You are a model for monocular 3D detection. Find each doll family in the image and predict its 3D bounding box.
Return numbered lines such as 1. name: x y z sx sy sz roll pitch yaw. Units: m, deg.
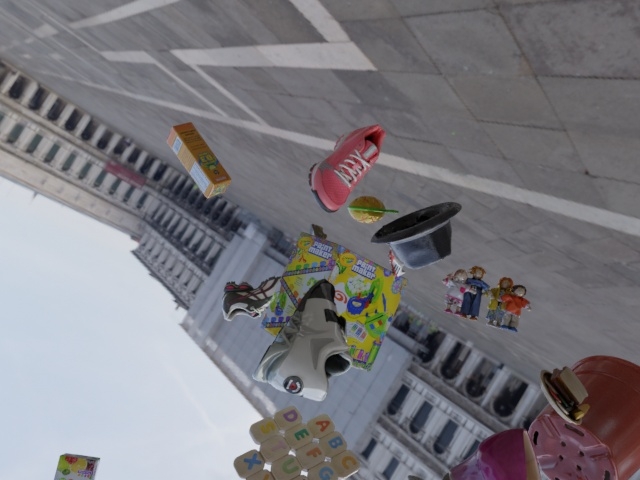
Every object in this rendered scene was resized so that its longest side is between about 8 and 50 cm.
1. doll family: 0.488 0.165 1.448 0.263 0.163 0.118 15 172 10

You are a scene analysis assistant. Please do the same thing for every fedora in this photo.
1. fedora: 0.328 -0.003 1.565 0.153 0.334 0.334 65 172 -7

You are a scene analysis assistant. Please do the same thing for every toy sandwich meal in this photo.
1. toy sandwich meal: 0.325 0.202 0.639 0.085 0.029 0.086 33 -150 -22

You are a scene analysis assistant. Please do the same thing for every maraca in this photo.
1. maraca: 0.188 -0.110 1.746 0.185 0.099 0.127 4 -175 -10

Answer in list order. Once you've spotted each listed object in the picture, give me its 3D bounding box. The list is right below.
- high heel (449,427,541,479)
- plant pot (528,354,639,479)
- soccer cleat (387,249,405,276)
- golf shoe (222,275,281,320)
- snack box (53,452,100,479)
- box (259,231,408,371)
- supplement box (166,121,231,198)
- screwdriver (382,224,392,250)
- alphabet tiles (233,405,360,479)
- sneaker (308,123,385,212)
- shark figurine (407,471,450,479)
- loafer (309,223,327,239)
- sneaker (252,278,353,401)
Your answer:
1. high heel: 0.410 0.532 0.861 0.377 0.181 0.127 50 -151 17
2. plant pot: 0.659 0.455 1.159 0.265 0.272 0.272 -19 -148 -35
3. soccer cleat: 0.197 0.057 1.252 0.029 0.035 0.083 -101 -6 -63
4. golf shoe: -0.175 0.186 1.507 0.272 0.120 0.105 -10 140 11
5. snack box: -0.663 0.655 1.300 0.100 0.141 0.037 9 166 -1
6. box: 0.044 0.168 1.302 0.290 0.279 0.177 27 175 -40
7. supplement box: -0.373 -0.248 1.485 0.233 0.078 0.080 55 137 7
8. screwdriver: 0.256 0.017 1.773 0.025 0.024 0.170 43 156 63
9. alphabet tiles: -0.054 0.538 1.167 0.278 0.021 0.284 -14 -136 -31
10. sneaker: 0.075 -0.202 1.235 0.116 0.314 0.136 45 139 -21
11. shark figurine: 0.403 0.721 1.370 0.116 0.278 0.166 35 -146 -73
12. loafer: 0.000 0.000 1.646 0.050 0.056 0.148 -1 -128 -17
13. sneaker: -0.003 0.192 0.929 0.146 0.122 0.330 28 -153 4
